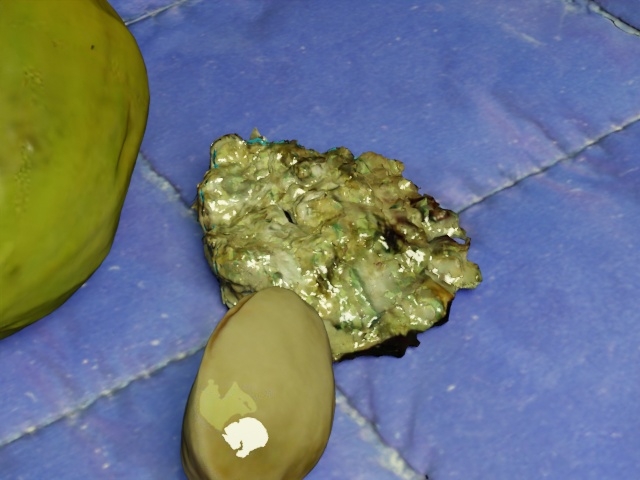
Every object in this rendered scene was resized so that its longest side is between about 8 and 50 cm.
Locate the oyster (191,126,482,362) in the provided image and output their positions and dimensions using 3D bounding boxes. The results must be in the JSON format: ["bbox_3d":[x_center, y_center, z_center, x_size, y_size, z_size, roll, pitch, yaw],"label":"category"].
[{"bbox_3d":[0.000,-0.005,1.029,0.198,0.092,0.259,-34,52,-21],"label":"oyster"}]

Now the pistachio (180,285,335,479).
[{"bbox_3d":[-0.045,0.112,0.888,0.108,0.126,0.185,-23,29,31],"label":"pistachio"}]

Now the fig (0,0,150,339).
[{"bbox_3d":[-0.303,-0.074,0.985,0.343,0.343,0.343,-4,43,4],"label":"fig"}]
